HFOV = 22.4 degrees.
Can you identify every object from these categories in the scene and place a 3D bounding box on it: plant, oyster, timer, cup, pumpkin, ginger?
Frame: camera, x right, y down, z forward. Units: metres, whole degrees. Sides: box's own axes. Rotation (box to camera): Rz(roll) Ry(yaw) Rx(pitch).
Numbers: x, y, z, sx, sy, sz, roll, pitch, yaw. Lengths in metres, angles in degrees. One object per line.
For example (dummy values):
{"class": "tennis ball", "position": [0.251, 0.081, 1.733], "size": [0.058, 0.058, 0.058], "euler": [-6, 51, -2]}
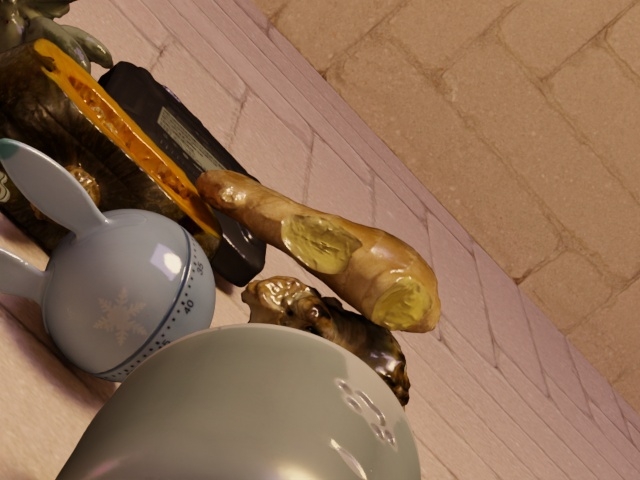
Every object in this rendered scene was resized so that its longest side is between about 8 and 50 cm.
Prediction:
{"class": "plant", "position": [-0.353, -0.282, 1.853], "size": [0.274, 0.149, 0.146], "euler": [49, 13, -13]}
{"class": "oyster", "position": [-0.005, 0.122, 1.693], "size": [0.197, 0.133, 0.337], "euler": [24, -8, 31]}
{"class": "timer", "position": [-0.212, 0.019, 1.453], "size": [0.255, 0.175, 0.175], "euler": [39, 14, -9]}
{"class": "cup", "position": [-0.058, 0.264, 1.136], "size": [0.274, 0.259, 0.357], "euler": [-57, 136, -75]}
{"class": "pumpkin", "position": [-0.235, -0.056, 1.631], "size": [0.317, 0.139, 0.222], "euler": [50, 8, -8]}
{"class": "ginger", "position": [0.000, 0.000, 1.655], "size": [0.294, 0.086, 0.131], "euler": [31, 22, 13]}

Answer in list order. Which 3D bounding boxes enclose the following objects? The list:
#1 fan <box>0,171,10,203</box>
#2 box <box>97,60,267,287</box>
{"class": "fan", "position": [-0.353, -0.079, 1.489], "size": [0.132, 0.009, 0.220], "euler": [18, 13, -22]}
{"class": "box", "position": [-0.178, -0.090, 2.033], "size": [0.290, 0.073, 0.289], "euler": [45, 13, -14]}
